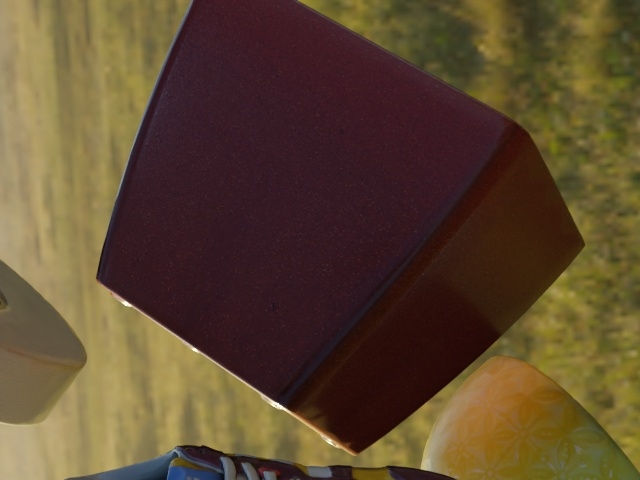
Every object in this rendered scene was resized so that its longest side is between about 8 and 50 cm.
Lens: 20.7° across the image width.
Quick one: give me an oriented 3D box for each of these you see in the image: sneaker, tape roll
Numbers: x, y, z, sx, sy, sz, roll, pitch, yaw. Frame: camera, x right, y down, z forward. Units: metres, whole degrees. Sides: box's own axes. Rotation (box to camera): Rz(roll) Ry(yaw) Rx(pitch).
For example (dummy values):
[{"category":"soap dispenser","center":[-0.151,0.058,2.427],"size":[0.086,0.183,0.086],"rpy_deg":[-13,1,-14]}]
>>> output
[{"category":"sneaker","center":[-0.023,0.122,0.733],"size":[0.084,0.185,0.069],"rpy_deg":[44,-137,-50]},{"category":"tape roll","center":[-0.387,0.026,1.581],"size":[0.072,0.392,0.392],"rpy_deg":[-55,22,3]}]

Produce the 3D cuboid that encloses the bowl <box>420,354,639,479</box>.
[{"category":"bowl","center":[0.165,0.254,1.438],"size":[0.289,0.156,0.289],"rpy_deg":[52,165,20]}]

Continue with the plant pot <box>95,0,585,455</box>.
[{"category":"plant pot","center":[0.000,0.000,1.264],"size":[0.267,0.235,0.267],"rpy_deg":[31,174,24]}]
